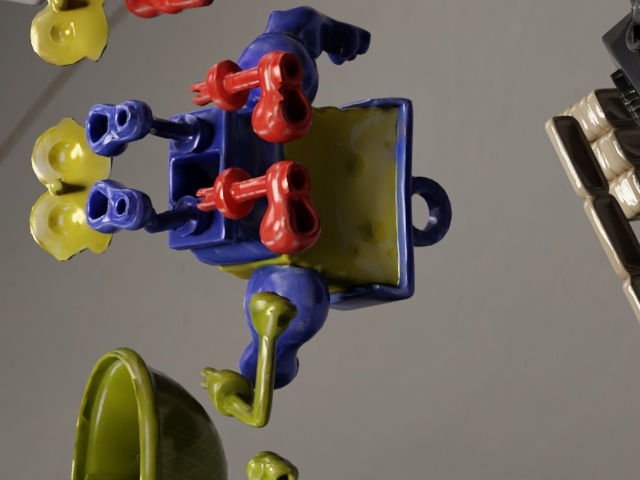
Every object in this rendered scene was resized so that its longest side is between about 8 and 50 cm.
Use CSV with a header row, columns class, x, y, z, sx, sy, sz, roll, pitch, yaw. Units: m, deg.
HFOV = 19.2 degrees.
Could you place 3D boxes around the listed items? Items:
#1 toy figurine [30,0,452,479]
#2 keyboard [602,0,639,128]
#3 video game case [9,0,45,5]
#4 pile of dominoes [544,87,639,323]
class,x,y,z,sx,sy,sz,roll,pitch,yaw
toy figurine,0.000,0.000,0.931,0.217,0.191,0.362,7,76,-42
keyboard,0.167,-0.047,0.864,0.033,0.317,0.201,-24,108,6
video game case,-0.234,-0.219,0.782,0.285,0.025,0.204,8,113,-19
pile of dominoes,0.244,0.014,1.265,0.040,0.196,0.251,-37,70,40
